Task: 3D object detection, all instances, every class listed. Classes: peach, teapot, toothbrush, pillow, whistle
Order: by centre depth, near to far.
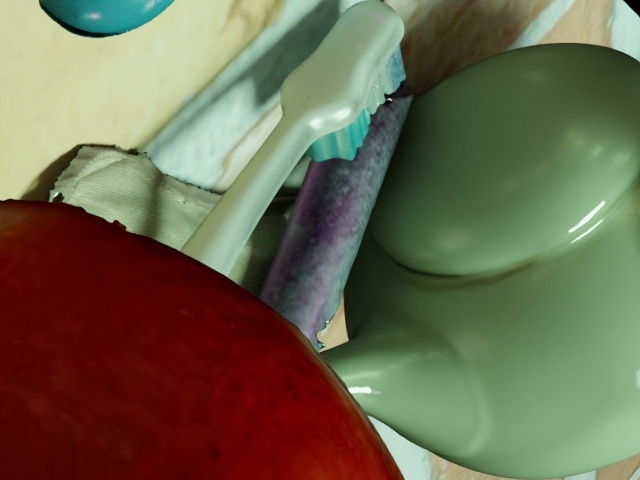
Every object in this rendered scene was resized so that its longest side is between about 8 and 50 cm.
[{"bbox_3d":[-0.061,0.078,0.448,0.159,0.267,0.154,-48,142,-20],"label":"peach"},{"bbox_3d":[-0.077,0.068,0.581,0.418,0.042,0.040,-56,154,-29],"label":"toothbrush"},{"bbox_3d":[-0.059,0.034,0.677,0.232,0.038,0.131,14,101,-65],"label":"pillow"},{"bbox_3d":[0.000,0.000,0.697,0.033,0.033,0.176,75,33,-62],"label":"whistle"},{"bbox_3d":[0.144,-0.012,0.728,0.149,0.318,0.220,54,31,-32],"label":"teapot"}]

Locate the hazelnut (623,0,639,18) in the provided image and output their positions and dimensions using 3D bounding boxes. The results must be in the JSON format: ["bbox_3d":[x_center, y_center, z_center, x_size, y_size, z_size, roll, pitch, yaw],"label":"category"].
[{"bbox_3d":[0.210,-0.168,0.760,0.202,0.160,0.170,-60,171,4],"label":"hazelnut"}]

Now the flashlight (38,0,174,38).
[{"bbox_3d":[-0.062,-0.109,0.460,0.051,0.051,0.129,-43,151,-27],"label":"flashlight"}]
